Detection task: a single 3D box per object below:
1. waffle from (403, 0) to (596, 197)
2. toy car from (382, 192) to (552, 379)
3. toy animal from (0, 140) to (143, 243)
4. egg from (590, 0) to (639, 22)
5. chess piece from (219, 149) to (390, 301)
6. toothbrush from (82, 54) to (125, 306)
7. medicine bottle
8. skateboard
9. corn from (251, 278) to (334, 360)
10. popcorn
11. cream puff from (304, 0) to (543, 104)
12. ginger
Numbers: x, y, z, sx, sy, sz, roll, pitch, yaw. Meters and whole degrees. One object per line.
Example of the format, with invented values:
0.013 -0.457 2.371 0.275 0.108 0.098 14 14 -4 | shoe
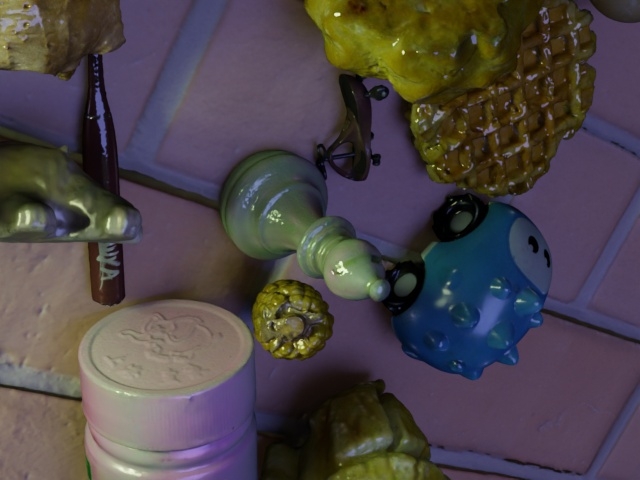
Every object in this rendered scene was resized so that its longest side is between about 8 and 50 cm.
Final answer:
0.241 -0.200 1.591 0.325 0.068 0.302 23 101 -39 | waffle
0.220 0.076 1.653 0.255 0.190 0.188 -49 130 -3 | toy car
-0.333 -0.082 1.180 0.266 0.308 0.188 39 50 -71 | toy animal
0.410 -0.378 1.542 0.164 0.164 0.201 -8 124 -31 | egg
0.000 0.000 1.402 0.139 0.272 0.139 -17 123 -28 | chess piece
-0.246 -0.087 1.340 0.041 0.041 0.363 -15 122 -28 | toothbrush
-0.180 0.258 1.466 0.212 0.212 0.325 -17 124 -26 | medicine bottle
0.036 -0.136 1.495 0.080 0.067 0.151 -12 126 -18 | skateboard
-0.038 0.094 1.460 0.097 0.262 0.097 0 90 -4 | corn
0.038 0.333 1.652 0.277 0.225 0.276 -20 137 -20 | popcorn
0.121 -0.275 1.380 0.282 0.282 0.185 -38 163 -11 | cream puff
-0.291 -0.232 1.183 0.216 0.102 0.157 -7 112 -31 | ginger
